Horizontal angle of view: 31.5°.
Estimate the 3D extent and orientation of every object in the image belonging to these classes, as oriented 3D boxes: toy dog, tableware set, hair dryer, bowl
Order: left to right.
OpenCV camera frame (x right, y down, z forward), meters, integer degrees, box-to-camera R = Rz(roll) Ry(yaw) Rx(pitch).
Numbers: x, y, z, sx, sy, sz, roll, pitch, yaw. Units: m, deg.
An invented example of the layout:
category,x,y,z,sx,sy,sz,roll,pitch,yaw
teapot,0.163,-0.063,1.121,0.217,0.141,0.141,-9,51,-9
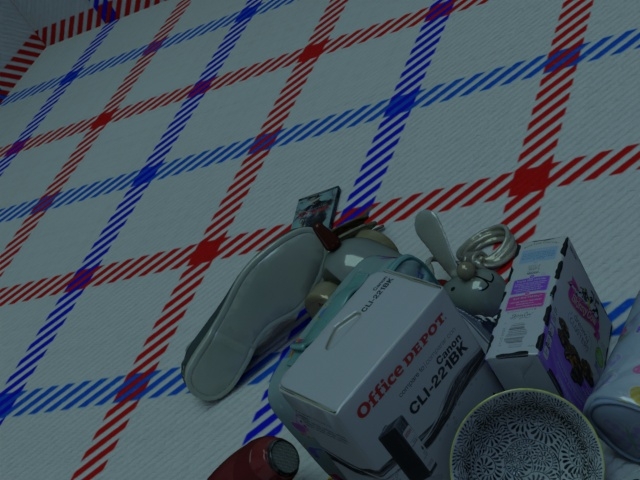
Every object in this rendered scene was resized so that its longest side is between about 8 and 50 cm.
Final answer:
category,x,y,z,sx,sy,sz,roll,pitch,yaw
hair dryer,-0.096,0.357,1.459,0.223,0.080,0.293,-58,24,-7
tableware set,0.000,0.000,1.862,0.194,0.039,0.128,-26,-8,15
toy dog,0.108,0.033,1.664,0.334,0.161,0.220,-15,36,30
bowl,0.233,0.255,1.286,0.170,0.080,0.170,-2,79,11

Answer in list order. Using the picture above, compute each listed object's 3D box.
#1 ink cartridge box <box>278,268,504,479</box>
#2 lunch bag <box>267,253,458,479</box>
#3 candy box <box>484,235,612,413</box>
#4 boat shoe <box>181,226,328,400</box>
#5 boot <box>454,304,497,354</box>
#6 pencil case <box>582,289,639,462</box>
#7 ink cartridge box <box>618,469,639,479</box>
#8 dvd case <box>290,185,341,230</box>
category,x,y,z,sx,sy,sz,roll,pitch,yaw
ink cartridge box,0.106,0.199,1.322,0.197,0.273,0.114,-48,33,-21
lunch bag,0.070,0.165,1.451,0.108,0.224,0.279,1,45,48
candy box,0.280,0.121,1.371,0.070,0.165,0.196,-11,38,33
boat shoe,-0.111,0.102,1.786,0.319,0.116,0.099,-53,22,2
boot,0.207,0.121,1.438,0.069,0.190,0.086,-36,15,51
pencil case,0.400,0.121,1.301,0.273,0.113,0.124,-55,12,-33
ink cartridge box,0.313,0.323,1.132,0.208,0.087,0.153,-29,30,11
dvd case,-0.011,-0.046,2.034,0.087,0.013,0.119,-18,33,26
